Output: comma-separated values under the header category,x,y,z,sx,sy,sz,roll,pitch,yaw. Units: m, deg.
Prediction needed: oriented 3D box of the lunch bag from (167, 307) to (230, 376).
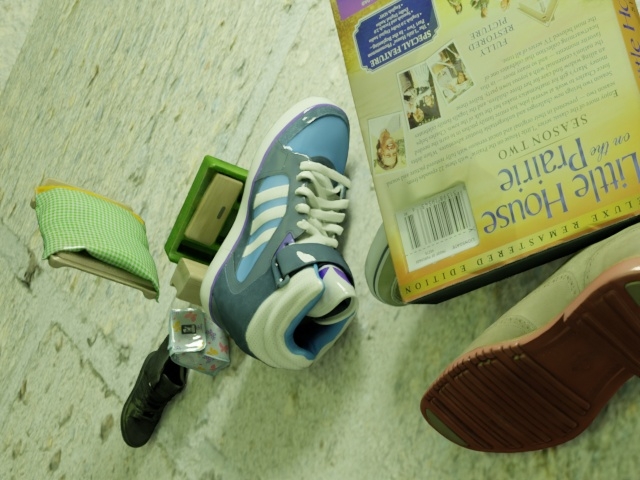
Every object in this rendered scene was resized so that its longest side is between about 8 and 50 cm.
category,x,y,z,sx,sy,sz,roll,pitch,yaw
lunch bag,-0.163,0.132,1.900,0.053,0.083,0.071,-41,39,38

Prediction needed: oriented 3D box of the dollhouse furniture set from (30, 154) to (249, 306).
category,x,y,z,sx,sy,sz,roll,pitch,yaw
dollhouse furniture set,-0.204,-0.029,1.853,0.151,0.302,0.197,-61,29,16

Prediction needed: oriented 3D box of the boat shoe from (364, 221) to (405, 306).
category,x,y,z,sx,sy,sz,roll,pitch,yaw
boat shoe,0.159,-0.024,1.481,0.302,0.109,0.094,-47,38,26

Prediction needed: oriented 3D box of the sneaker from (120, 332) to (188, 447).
category,x,y,z,sx,sy,sz,roll,pitch,yaw
sneaker,-0.223,0.203,1.980,0.089,0.051,0.170,-13,57,59

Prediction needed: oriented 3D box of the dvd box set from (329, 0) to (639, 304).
category,x,y,z,sx,sy,sz,roll,pitch,yaw
dvd box set,0.164,-0.179,1.393,0.308,0.062,0.420,-24,72,37

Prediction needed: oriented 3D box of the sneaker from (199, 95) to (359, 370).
category,x,y,z,sx,sy,sz,roll,pitch,yaw
sneaker,-0.001,0.000,1.712,0.236,0.130,0.322,27,89,50

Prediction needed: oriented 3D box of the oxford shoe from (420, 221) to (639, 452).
category,x,y,z,sx,sy,sz,roll,pitch,yaw
oxford shoe,0.228,0.091,1.324,0.348,0.123,0.130,-36,17,43
